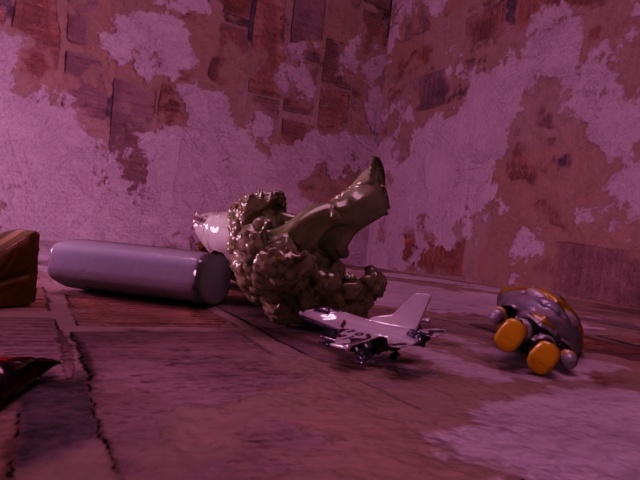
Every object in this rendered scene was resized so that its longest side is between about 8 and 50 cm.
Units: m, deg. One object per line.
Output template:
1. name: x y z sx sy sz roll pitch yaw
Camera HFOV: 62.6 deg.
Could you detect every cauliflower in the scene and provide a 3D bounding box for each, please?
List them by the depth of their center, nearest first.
1. cauliflower: -0.006 0.022 0.859 0.281 0.260 0.327 -20 -11 24

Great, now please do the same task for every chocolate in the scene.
1. chocolate: -0.261 0.103 0.383 0.086 0.028 0.182 3 2 -4

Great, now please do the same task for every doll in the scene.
1. doll: 0.327 0.128 0.806 0.146 0.103 0.316 10 8 27

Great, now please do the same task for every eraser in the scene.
1. eraser: -0.331 0.057 1.006 0.290 0.104 0.189 5 -2 9

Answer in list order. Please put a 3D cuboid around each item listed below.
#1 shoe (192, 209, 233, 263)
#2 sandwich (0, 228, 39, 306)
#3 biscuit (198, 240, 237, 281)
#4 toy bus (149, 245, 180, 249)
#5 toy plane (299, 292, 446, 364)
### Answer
1. shoe: -0.153 0.018 1.172 0.211 0.132 0.342 21 -12 17
2. sandwich: -0.497 0.036 0.745 0.079 0.113 0.163 6 1 31
3. biscuit: -0.128 0.034 1.370 0.368 0.063 0.314 -11 -33 28
4. toy bus: -0.421 0.058 1.270 0.101 0.088 0.175 8 4 41
5. toy plane: 0.053 0.118 0.667 0.160 0.082 0.234 -8 -5 -42
